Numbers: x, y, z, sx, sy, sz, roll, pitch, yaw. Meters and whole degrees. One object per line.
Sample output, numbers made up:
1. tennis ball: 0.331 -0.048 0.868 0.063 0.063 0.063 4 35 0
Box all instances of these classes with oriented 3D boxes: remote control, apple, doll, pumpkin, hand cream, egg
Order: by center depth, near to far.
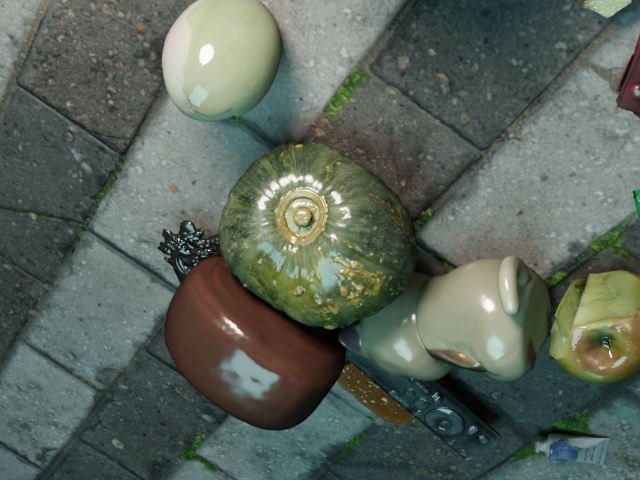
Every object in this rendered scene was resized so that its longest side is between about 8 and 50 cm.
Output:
1. egg: -0.161 -0.281 1.710 0.183 0.217 0.183 14 137 13
2. apple: 0.477 0.149 1.809 0.207 0.188 0.174 -25 116 27
3. pumpkin: 0.000 0.000 1.839 0.328 0.257 0.291 42 97 14
4. doll: 0.240 0.143 1.910 0.370 0.215 0.226 -17 121 39
5. remote control: 0.189 0.296 2.150 0.377 0.044 0.107 42 134 -11
6. hand cream: 0.495 0.413 2.154 0.142 0.053 0.084 6 132 7

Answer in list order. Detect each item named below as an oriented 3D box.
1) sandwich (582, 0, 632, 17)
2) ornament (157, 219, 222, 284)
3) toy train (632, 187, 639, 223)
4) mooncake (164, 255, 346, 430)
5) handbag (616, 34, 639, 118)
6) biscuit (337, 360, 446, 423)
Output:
1. sandwich: 0.412 -0.354 1.494 0.105 0.035 0.093 2 130 22
2. ornament: -0.177 0.059 2.125 0.251 0.106 0.260 -7 118 22
3. toy train: 0.602 -0.058 1.582 0.269 0.154 0.115 -26 71 47
4. mooncake: -0.101 0.177 1.943 0.334 0.326 0.174 7 126 -38
5. handbag: 0.537 -0.236 1.516 0.203 0.074 0.216 21 136 8
6. biscuit: 0.147 0.289 2.213 0.192 0.036 0.186 39 132 -11
